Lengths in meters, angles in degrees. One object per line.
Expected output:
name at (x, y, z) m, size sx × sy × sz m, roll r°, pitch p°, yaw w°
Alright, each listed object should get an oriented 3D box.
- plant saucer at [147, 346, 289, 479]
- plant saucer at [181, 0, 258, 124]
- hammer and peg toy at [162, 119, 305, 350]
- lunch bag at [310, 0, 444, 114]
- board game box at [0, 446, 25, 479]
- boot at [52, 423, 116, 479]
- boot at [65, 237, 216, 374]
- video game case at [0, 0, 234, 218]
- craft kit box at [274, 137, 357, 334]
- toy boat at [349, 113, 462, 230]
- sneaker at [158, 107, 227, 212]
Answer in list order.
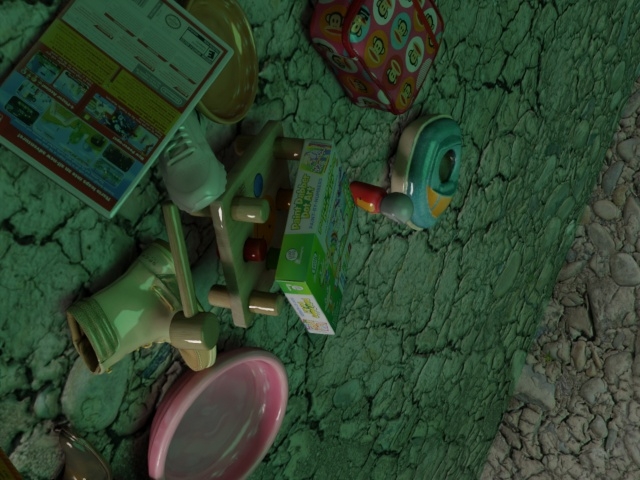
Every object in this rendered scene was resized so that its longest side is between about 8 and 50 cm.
plant saucer at (-0.198, 0.341, 1.472) m, size 0.332 × 0.084 × 0.332 m, roll -33°, pitch 135°, yaw -39°
plant saucer at (-0.157, -0.271, 1.162) m, size 0.200 × 0.037 × 0.200 m, roll 6°, pitch 83°, yaw -63°
hammer and peg toy at (-0.116, -0.003, 1.242) m, size 0.361 × 0.127 × 0.266 m, roll -62°, pitch 152°, yaw -49°
lunch bag at (0.117, -0.398, 1.432) m, size 0.258 × 0.120 × 0.293 m, roll -63°, pitch 146°, yaw -10°
board game box at (-0.535, 0.373, 0.785) m, size 0.356 × 0.356 × 0.357 m, roll 13°, pitch 100°, yaw -46°
boot at (-0.392, 0.389, 1.258) m, size 0.106 × 0.082 × 0.219 m, roll -45°, pitch 142°, yaw -31°
boot at (-0.279, 0.152, 1.251) m, size 0.203 × 0.095 × 0.262 m, roll -41°, pitch 136°, yaw -32°
video game case at (-0.272, -0.200, 1.017) m, size 0.204 × 0.025 × 0.285 m, roll 37°, pitch 76°, yaw -16°
craft kit box at (0.000, 0.000, 1.313) m, size 0.247 × 0.060 × 0.250 m, roll 59°, pitch 38°, yaw -61°
toy boat at (0.204, -0.118, 1.673) m, size 0.318 × 0.148 × 0.268 m, roll -27°, pitch 130°, yaw -42°
sneaker at (-0.199, -0.135, 1.095) m, size 0.090 × 0.235 × 0.095 m, roll -27°, pitch 139°, yaw -1°
